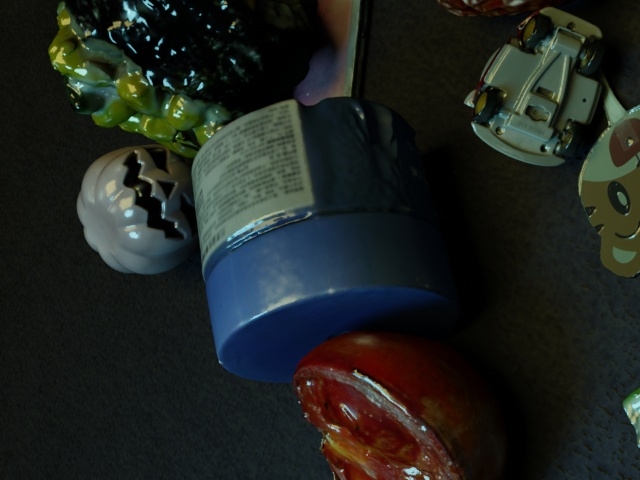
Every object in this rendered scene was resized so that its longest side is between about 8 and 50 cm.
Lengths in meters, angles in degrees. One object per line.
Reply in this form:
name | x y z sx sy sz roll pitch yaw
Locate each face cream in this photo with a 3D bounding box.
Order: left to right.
face cream | 0.000 0.000 1.143 0.249 0.249 0.225 -34 58 41

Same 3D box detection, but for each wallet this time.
wallet | 0.006 -0.195 1.354 0.119 0.025 0.232 1 83 50

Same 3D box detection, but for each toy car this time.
toy car | 0.199 -0.150 1.057 0.112 0.112 0.139 -115 47 -72

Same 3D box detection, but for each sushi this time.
sushi | -0.201 -0.262 1.374 0.285 0.328 0.328 -50 38 23

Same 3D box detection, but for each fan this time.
fan | 0.279 -0.090 1.016 0.152 0.008 0.227 -43 51 38

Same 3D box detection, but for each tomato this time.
tomato | 0.092 0.173 1.072 0.200 0.139 0.233 21 140 39

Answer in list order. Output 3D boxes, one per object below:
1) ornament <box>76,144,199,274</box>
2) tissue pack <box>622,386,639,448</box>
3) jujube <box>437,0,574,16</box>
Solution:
ornament | -0.232 -0.045 1.505 0.177 0.177 0.178 -14 71 48
tissue pack | 0.379 0.084 0.683 0.311 0.228 0.128 -39 55 38
jujube | 0.193 -0.292 1.065 0.236 0.168 0.168 152 120 -62
